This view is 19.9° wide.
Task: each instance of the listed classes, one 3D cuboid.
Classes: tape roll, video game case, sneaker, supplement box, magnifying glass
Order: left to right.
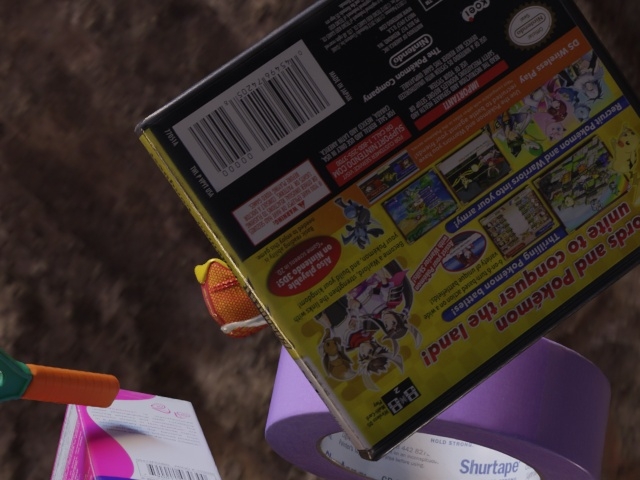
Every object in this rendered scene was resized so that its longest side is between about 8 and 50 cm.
[{"bbox_3d":[-0.252,0.109,1.428,0.026,0.231,0.092,46,-68,37],"label":"magnifying glass"},{"bbox_3d":[-0.156,0.212,1.521,0.111,0.220,0.114,11,-75,-15],"label":"supplement box"},{"bbox_3d":[0.000,0.000,1.182,0.064,0.175,0.067,-23,-86,60],"label":"sneaker"},{"bbox_3d":[0.067,-0.044,1.126,0.275,0.035,0.248,-36,-86,-13],"label":"video game case"},{"bbox_3d":[0.096,0.145,1.500,0.275,0.090,0.275,10,-22,4],"label":"tape roll"}]
